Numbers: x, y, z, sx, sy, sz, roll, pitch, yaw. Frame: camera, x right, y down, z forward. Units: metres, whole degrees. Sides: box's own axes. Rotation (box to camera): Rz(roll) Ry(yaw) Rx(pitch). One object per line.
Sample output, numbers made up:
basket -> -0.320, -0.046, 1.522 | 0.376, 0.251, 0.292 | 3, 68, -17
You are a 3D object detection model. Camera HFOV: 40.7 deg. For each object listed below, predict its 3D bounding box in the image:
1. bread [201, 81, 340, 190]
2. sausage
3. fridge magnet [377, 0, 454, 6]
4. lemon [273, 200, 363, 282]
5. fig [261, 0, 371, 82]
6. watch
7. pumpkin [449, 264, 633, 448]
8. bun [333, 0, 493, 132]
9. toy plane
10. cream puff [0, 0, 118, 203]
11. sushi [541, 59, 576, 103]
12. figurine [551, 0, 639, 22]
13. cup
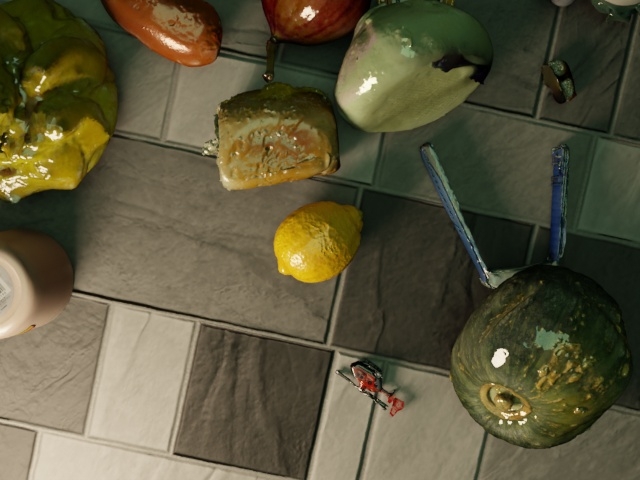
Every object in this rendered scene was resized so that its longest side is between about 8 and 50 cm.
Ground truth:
bread -> -0.090, -0.189, 1.529 | 0.246, 0.195, 0.176 | -8, 97, 0
sausage -> -0.290, -0.409, 1.549 | 0.258, 0.133, 0.133 | 34, 92, -4
fridge magnet -> 0.175, -0.445, 1.582 | 0.143, 0.063, 0.143 | 0, 96, 1
lemon -> 0.000, 0.000, 1.569 | 0.187, 0.142, 0.142 | -35, 93, -5
fig -> -0.033, -0.416, 1.533 | 0.204, 0.186, 0.249 | 45, 108, 9
watch -> 0.321, -0.044, 1.606 | 0.276, 0.068, 0.275 | 1, 94, 0
pumpkin -> 0.388, 0.203, 1.499 | 0.291, 0.328, 0.257 | 37, 52, 3
bun -> 0.146, -0.321, 1.498 | 0.293, 0.293, 0.187 | -20, 72, 0
toy plane -> 0.101, 0.274, 1.638 | 0.145, 0.037, 0.060 | 38, 96, -1
cream puff -> -0.536, -0.246, 1.482 | 0.378, 0.275, 0.379 | 0, 91, -3
sushi -> 0.449, -0.298, 1.613 | 0.046, 0.044, 0.083 | -25, 96, -21
figurine -> 0.468, -0.543, 1.525 | 0.381, 0.186, 0.261 | 34, 98, -7
cup -> -0.593, 0.084, 1.535 | 0.252, 0.200, 0.192 | -11, 94, 0
